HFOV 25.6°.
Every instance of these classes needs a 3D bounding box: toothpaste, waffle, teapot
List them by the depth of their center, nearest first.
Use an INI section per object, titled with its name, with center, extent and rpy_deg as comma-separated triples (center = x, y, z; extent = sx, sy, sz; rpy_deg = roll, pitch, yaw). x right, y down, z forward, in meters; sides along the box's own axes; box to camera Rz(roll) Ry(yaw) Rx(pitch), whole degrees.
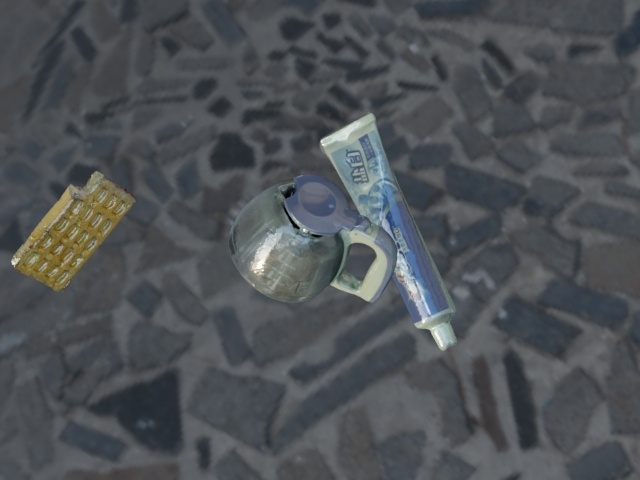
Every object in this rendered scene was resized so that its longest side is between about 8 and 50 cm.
[teapot]
center = -0.008, 0.003, 1.327
extent = 0.111, 0.108, 0.149
rpy_deg = -32, 77, -38
[waffle]
center = -0.260, -0.012, 1.488
extent = 0.021, 0.092, 0.135
rpy_deg = 38, 90, 31
[toothpaste]
center = 0.084, -0.006, 1.529
extent = 0.047, 0.268, 0.069
rpy_deg = -22, -6, -29
